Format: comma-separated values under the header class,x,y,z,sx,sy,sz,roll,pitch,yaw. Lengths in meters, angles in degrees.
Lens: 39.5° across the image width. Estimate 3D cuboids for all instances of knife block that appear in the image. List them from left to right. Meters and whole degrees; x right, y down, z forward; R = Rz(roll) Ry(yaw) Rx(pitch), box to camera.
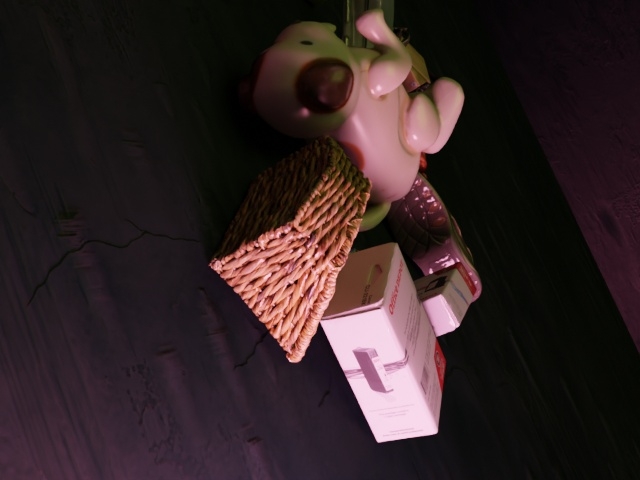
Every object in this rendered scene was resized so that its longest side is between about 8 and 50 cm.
class,x,y,z,sx,sy,sz,roll,pitch,yaw
knife block,0.228,-0.471,2.412,0.276,0.088,0.242,59,26,-7

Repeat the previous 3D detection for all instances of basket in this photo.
class,x,y,z,sx,sy,sz,roll,pitch,yaw
basket,0.000,0.000,1.422,0.223,0.213,0.299,52,29,-19

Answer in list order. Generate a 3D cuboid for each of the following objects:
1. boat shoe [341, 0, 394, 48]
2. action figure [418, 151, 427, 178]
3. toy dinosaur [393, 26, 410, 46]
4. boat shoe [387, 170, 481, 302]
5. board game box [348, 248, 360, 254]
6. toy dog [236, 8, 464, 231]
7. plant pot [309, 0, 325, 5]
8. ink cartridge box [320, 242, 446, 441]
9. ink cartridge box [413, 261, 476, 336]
class,x,y,z,sx,sy,sz,roll,pitch,yaw
boat shoe,0.070,-0.414,2.036,0.136,0.156,0.367,-3,97,-66
action figure,0.197,-0.118,2.047,0.091,0.139,0.280,-93,167,-45
toy dinosaur,0.154,-0.430,2.182,0.121,0.160,0.313,14,39,-7
boat shoe,0.245,-0.014,2.000,0.355,0.132,0.130,62,15,-20
board game box,0.122,0.103,1.743,0.201,0.035,0.136,23,46,-52
toy dog,0.024,-0.250,1.700,0.408,0.284,0.395,30,77,-49
plant pot,-0.014,-0.728,2.078,0.207,0.228,0.227,21,48,-43
ink cartridge box,0.113,0.171,1.513,0.197,0.114,0.273,-70,141,-56
ink cartridge box,0.214,0.121,1.705,0.072,0.127,0.175,61,27,-8
